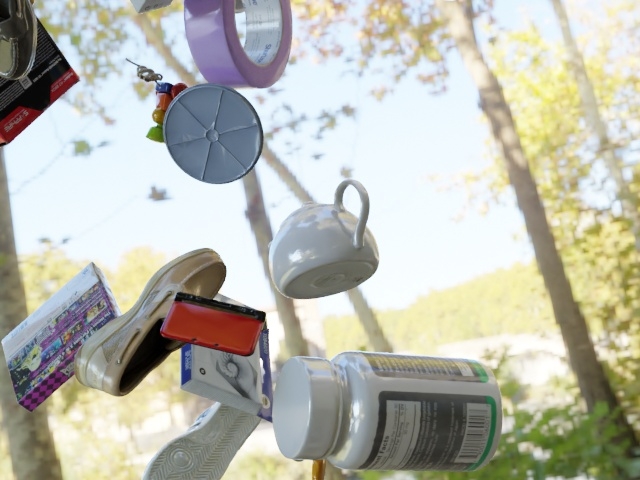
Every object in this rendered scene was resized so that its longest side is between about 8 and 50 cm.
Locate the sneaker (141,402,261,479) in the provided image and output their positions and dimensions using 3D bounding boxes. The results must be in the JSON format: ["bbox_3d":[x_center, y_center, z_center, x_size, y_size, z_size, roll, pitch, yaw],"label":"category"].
[{"bbox_3d":[-0.249,0.444,2.204,0.350,0.131,0.148,-38,-9,-47],"label":"sneaker"}]

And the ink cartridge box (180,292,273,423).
[{"bbox_3d":[-0.162,0.208,2.015,0.224,0.223,0.045,27,-50,-35],"label":"ink cartridge box"}]

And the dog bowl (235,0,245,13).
[{"bbox_3d":[-0.215,-0.641,2.398,0.104,0.265,0.265,12,-2,20],"label":"dog bowl"}]

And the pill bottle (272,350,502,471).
[{"bbox_3d":[0.114,0.295,1.871,0.361,0.204,0.204,7,-15,-22],"label":"pill bottle"}]

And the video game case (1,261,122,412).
[{"bbox_3d":[-0.467,0.169,1.958,0.232,0.210,0.042,-42,-55,1],"label":"video game case"}]

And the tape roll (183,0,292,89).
[{"bbox_3d":[-0.156,-0.432,2.117,0.090,0.274,0.275,2,-3,26],"label":"tape roll"}]

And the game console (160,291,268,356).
[{"bbox_3d":[-0.160,0.137,1.655,0.144,0.085,0.124,13,-19,4],"label":"game console"}]

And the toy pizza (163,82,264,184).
[{"bbox_3d":[-0.205,-0.206,2.089,0.201,0.201,0.032,-12,17,16],"label":"toy pizza"}]

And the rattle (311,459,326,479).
[{"bbox_3d":[-0.077,0.478,1.948,0.200,0.142,0.130,-20,-4,31],"label":"rattle"}]

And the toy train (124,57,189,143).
[{"bbox_3d":[-0.339,-0.274,2.323,0.248,0.143,0.105,24,-6,-33],"label":"toy train"}]

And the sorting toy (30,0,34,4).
[{"bbox_3d":[-0.750,-0.486,2.285,0.365,0.126,0.127,-29,-31,-15],"label":"sorting toy"}]

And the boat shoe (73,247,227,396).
[{"bbox_3d":[-0.260,0.143,1.838,0.110,0.121,0.341,18,49,34],"label":"boat shoe"}]

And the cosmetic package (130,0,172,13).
[{"bbox_3d":[-0.278,-0.513,1.894,0.085,0.117,0.231,-27,-7,-39],"label":"cosmetic package"}]

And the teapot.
[{"bbox_3d":[0.000,0.000,2.306,0.256,0.187,0.252,-16,-21,5],"label":"teapot"}]

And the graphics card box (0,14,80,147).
[{"bbox_3d":[-0.644,-0.385,2.024,0.094,0.371,0.233,-7,35,41],"label":"graphics card box"}]

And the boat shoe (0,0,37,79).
[{"bbox_3d":[-0.511,-0.401,1.683,0.112,0.335,0.095,19,31,18],"label":"boat shoe"}]
